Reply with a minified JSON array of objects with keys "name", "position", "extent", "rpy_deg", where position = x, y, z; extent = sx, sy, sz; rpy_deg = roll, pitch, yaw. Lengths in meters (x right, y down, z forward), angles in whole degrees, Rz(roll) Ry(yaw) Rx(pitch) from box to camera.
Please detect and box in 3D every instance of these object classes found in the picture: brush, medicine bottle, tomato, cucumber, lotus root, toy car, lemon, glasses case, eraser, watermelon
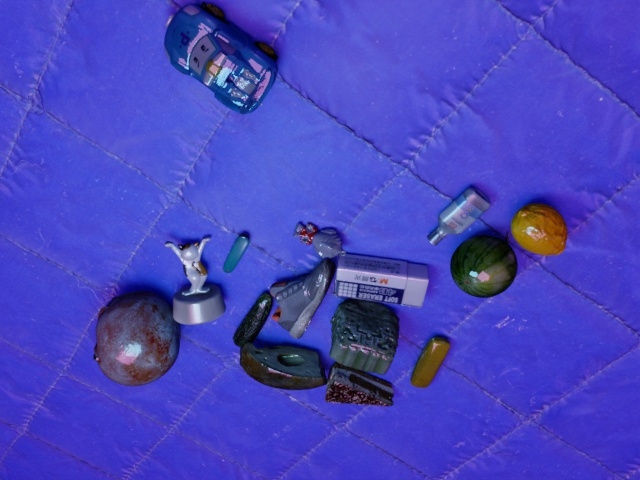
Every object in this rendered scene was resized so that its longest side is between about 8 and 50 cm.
[{"name":"brush","position":[-0.274,0.041,1.913],"extent":[0.043,0.032,0.193],"rpy_deg":[23,135,-12]},{"name":"medicine bottle","position":[0.400,-0.065,1.734],"extent":[0.090,0.053,0.208],"rpy_deg":[35,121,-15]},{"name":"tomato","position":[-0.618,0.328,1.977],"extent":[0.283,0.316,0.316],"rpy_deg":[2,123,-5]},{"name":"cucumber","position":[-0.224,0.271,2.024],"extent":[0.074,0.074,0.241],"rpy_deg":[28,121,-10]},{"name":"lotus root","position":[-0.130,0.462,2.062],"extent":[0.314,0.142,0.210],"rpy_deg":[3,136,-2]},{"name":"toy car","position":[-0.264,-0.462,1.511],"extent":[0.314,0.166,0.198],"rpy_deg":[35,117,-13]},{"name":"lemon","position":[0.627,-0.029,1.674],"extent":[0.187,0.142,0.142],"rpy_deg":[39,119,-13]},{"name":"glasses case","position":[0.377,0.425,2.044],"extent":[0.079,0.064,0.234],"rpy_deg":[15,123,-6]},{"name":"eraser","position":[0.189,0.127,1.867],"extent":[0.287,0.086,0.130],"rpy_deg":[9,125,2]},{"name":"watermelon","position":[0.488,0.072,1.743],"extent":[0.188,0.215,0.188],"rpy_deg":[27,133,34]}]

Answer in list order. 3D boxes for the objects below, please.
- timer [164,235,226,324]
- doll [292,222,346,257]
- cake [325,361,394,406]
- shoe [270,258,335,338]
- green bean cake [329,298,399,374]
[{"name":"timer","position":[-0.411,0.119,1.921],"extent":[0.175,0.175,0.266],"rpy_deg":[-1,110,9]},{"name":"doll","position":[0.000,0.000,1.824],"extent":[0.180,0.079,0.094],"rpy_deg":[26,99,7]},{"name":"cake","position":[0.130,0.549,2.133],"extent":[0.246,0.112,0.135],"rpy_deg":[25,125,-12]},{"name":"shoe","position":[-0.074,0.164,1.915],"extent":[0.171,0.132,0.336],"rpy_deg":[27,125,1]},{"name":"green bean cake","position":[0.139,0.302,1.906],"extent":[0.223,0.227,0.125],"rpy_deg":[14,128,-2]}]
